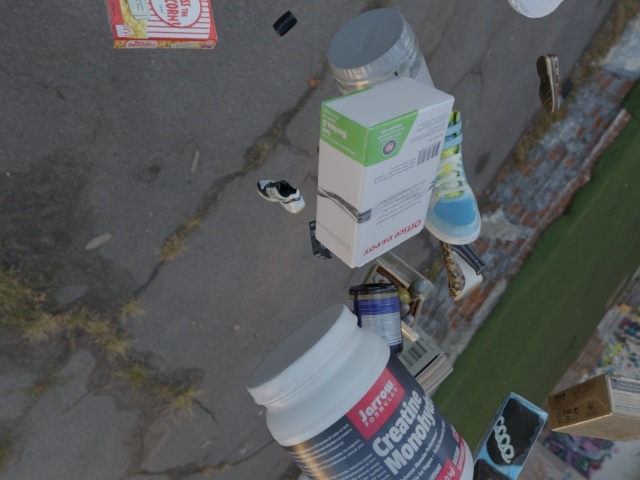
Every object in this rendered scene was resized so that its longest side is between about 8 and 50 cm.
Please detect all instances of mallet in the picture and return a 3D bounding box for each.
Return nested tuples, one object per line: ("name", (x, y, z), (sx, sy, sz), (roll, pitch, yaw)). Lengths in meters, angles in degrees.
("mallet", (-0.086, -0.593, 1.295), (0.062, 0.190, 0.039), (-34, 113, 22))

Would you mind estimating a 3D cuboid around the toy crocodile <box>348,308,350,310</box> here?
("toy crocodile", (0.041, 0.321, 1.524), (0.340, 0.115, 0.105), (-34, 178, -23))

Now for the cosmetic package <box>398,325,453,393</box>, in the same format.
("cosmetic package", (0.346, 0.417, 1.652), (0.153, 0.129, 0.296), (-44, 148, -1))

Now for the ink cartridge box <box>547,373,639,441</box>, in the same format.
("ink cartridge box", (0.660, 0.380, 1.078), (0.235, 0.193, 0.088), (105, -7, -59))

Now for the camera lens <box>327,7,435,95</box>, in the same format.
("camera lens", (0.162, -0.408, 1.229), (0.219, 0.219, 0.274), (-51, 140, -7))

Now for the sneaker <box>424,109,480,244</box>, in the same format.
("sneaker", (0.263, -0.159, 1.039), (0.127, 0.319, 0.208), (-12, 139, 1))

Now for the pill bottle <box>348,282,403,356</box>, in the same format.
("pill bottle", (0.135, 0.216, 1.159), (0.122, 0.122, 0.219), (-3, 88, -50))

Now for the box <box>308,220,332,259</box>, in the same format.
("box", (0.000, 0.000, 1.147), (0.067, 0.018, 0.083), (25, 53, -60))

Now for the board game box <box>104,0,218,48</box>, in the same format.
("board game box", (-0.309, -0.448, 0.927), (0.193, 0.045, 0.147), (-12, 91, -28))

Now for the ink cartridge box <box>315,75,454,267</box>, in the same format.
("ink cartridge box", (0.101, -0.116, 0.833), (0.198, 0.114, 0.273), (-27, 139, -31))

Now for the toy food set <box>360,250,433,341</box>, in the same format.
("toy food set", (0.248, 0.159, 1.529), (0.092, 0.219, 0.306), (-53, 178, 30))

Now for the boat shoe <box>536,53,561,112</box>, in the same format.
("boat shoe", (0.724, -0.492, 1.506), (0.060, 0.064, 0.178), (-16, 105, -7))

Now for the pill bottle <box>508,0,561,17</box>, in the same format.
("pill bottle", (0.424, -0.522, 0.941), (0.117, 0.117, 0.215), (81, 22, -46))

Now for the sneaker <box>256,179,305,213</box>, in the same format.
("sneaker", (-0.054, -0.068, 0.634), (0.032, 0.083, 0.037), (-46, 145, -25))

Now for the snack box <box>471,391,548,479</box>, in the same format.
("snack box", (0.224, 0.384, 0.710), (0.322, 0.060, 0.187), (-58, 155, -10))

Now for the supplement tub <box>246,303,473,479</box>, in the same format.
("supplement tub", (0.051, 0.242, 0.641), (0.191, 0.272, 0.191), (-38, -176, 3))

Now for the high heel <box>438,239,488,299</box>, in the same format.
("high heel", (0.394, 0.067, 1.437), (0.093, 0.186, 0.261), (-27, 153, -17))

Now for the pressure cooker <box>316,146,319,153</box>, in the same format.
("pressure cooker", (0.209, -0.261, 1.592), (0.369, 0.375, 0.421), (-7, 88, -44))
